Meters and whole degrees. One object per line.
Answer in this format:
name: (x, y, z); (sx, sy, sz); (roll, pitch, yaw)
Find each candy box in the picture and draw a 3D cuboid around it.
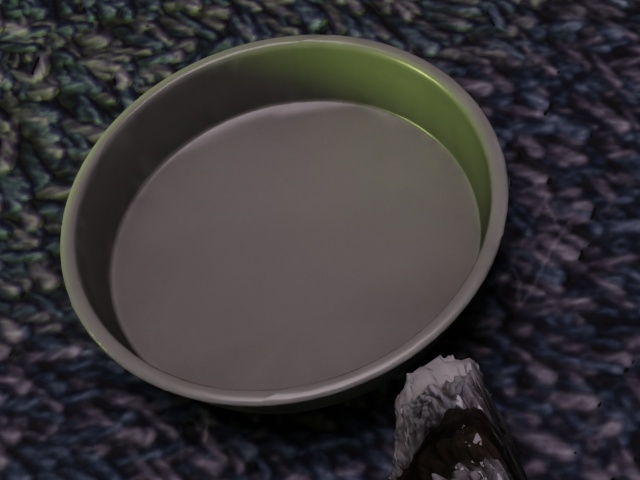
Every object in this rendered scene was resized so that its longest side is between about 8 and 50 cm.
candy box: (0.000, 0.000, 1.107); (0.206, 0.027, 0.105); (-6, 56, 8)

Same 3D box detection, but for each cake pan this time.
cake pan: (-0.022, -0.009, 1.067); (0.293, 0.054, 0.293); (-6, 54, 9)

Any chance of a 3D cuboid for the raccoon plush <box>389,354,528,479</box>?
raccoon plush: (0.009, 0.285, 0.846); (0.299, 0.216, 0.446); (-27, 22, 9)
